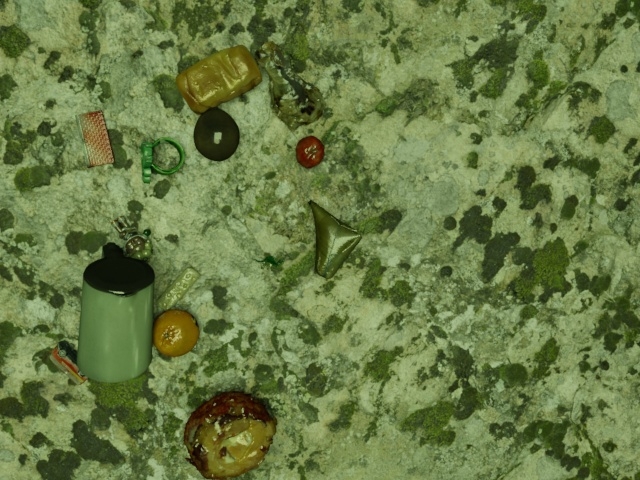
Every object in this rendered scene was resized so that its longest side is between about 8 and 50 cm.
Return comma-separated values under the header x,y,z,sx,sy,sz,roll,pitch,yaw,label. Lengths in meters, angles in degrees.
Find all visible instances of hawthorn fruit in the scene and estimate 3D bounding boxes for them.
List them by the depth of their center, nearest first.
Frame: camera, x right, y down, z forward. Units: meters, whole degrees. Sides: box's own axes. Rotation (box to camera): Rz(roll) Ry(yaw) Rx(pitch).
x,y,z,sx,sy,sz,roll,pitch,yaw,label
-0.039,-0.334,1.933,0.128,0.128,0.128,0,94,-7,hawthorn fruit

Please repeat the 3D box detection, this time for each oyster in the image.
x,y,z,sx,sy,sz,roll,pitch,yaw,label
-0.112,-0.580,1.898,0.198,0.133,0.337,-39,108,-20,oyster

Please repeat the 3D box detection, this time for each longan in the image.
x,y,z,sx,sy,sz,roll,pitch,yaw,label
-0.379,-0.384,1.867,0.168,0.167,0.187,-6,85,-6,longan

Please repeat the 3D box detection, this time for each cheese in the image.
x,y,z,sx,sy,sz,roll,pitch,yaw,label
-0.540,0.184,1.941,0.065,0.043,0.194,44,87,-6,cheese

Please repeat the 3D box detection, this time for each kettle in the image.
x,y,z,sx,sy,sz,roll,pitch,yaw,label
-0.714,0.234,1.784,0.250,0.361,0.376,-1,120,-27,kettle

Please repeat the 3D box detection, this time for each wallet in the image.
x,y,z,sx,sy,sz,roll,pitch,yaw,label
-0.831,-0.373,1.882,0.103,0.020,0.196,-12,95,-6,wallet

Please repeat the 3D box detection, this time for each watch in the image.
x,y,z,sx,sy,sz,roll,pitch,yaw,label
-0.582,-0.291,1.881,0.152,0.131,0.165,-4,90,-25,watch

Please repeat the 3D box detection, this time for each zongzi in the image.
x,y,z,sx,sy,sz,roll,pitch,yaw,label
0.000,0.000,1.965,0.256,0.115,0.228,36,93,-1,zongzi

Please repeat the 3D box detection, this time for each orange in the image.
x,y,z,sx,sy,sz,roll,pitch,yaw,label
-0.539,0.343,1.899,0.178,0.155,0.177,-4,106,-13,orange

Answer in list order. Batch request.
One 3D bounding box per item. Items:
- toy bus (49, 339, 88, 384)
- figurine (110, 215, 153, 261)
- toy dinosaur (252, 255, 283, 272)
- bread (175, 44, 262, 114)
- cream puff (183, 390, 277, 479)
x,y,z,sx,sy,sz,roll,pitch,yaw,label
-0.923,0.455,1.897,0.077,0.079,0.174,-44,97,7,toy bus
-0.695,-0.002,1.885,0.147,0.093,0.197,-38,96,-14,figurine
-0.206,0.086,1.988,0.120,0.029,0.060,18,76,-2,toy dinosaur
-0.368,-0.586,1.871,0.295,0.132,0.166,-28,90,-3,bread
-0.348,0.712,1.904,0.351,0.229,0.350,-9,112,-24,cream puff
